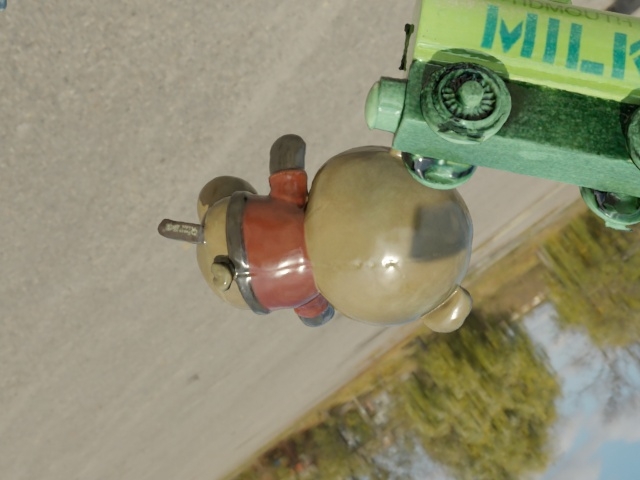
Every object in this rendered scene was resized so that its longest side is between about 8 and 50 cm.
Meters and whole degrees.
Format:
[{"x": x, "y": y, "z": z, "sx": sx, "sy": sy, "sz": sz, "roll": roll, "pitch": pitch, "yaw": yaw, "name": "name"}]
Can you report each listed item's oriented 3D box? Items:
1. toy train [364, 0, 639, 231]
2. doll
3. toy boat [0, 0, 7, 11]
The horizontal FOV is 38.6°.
[{"x": 0.161, "y": -0.107, "z": 0.640, "sx": 0.253, "sy": 0.157, "sz": 0.105, "roll": 10, "pitch": 158, "yaw": -1, "name": "toy train"}, {"x": 0.000, "y": 0.000, "z": 1.000, "sx": 0.330, "sy": 0.235, "sz": 0.174, "roll": -6, "pitch": -166, "yaw": 18, "name": "doll"}, {"x": -0.423, "y": -0.281, "z": 0.799, "sx": 0.309, "sy": 0.129, "sz": 0.142, "roll": 23, "pitch": 126, "yaw": -24, "name": "toy boat"}]
